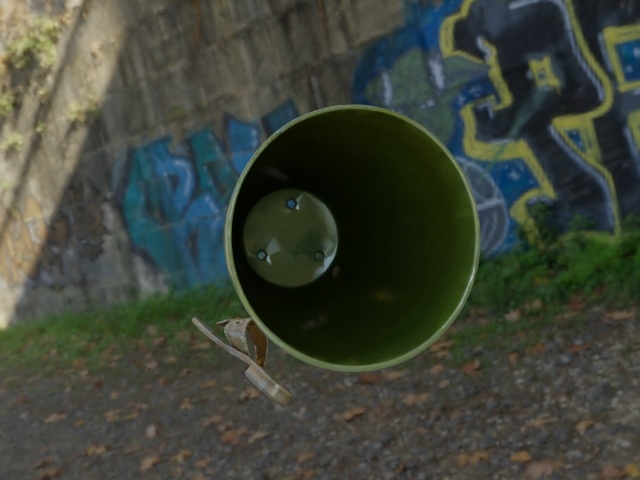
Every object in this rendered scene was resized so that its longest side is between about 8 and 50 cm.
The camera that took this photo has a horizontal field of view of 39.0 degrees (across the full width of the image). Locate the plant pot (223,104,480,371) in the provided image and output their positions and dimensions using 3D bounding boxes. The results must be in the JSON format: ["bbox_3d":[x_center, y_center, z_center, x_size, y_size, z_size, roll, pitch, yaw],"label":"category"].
[{"bbox_3d":[0.000,0.000,1.065,0.275,0.274,0.293,-15,3,-15],"label":"plant pot"}]

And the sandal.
[{"bbox_3d":[-0.099,0.155,1.358,0.079,0.088,0.240,-50,43,-5],"label":"sandal"}]
